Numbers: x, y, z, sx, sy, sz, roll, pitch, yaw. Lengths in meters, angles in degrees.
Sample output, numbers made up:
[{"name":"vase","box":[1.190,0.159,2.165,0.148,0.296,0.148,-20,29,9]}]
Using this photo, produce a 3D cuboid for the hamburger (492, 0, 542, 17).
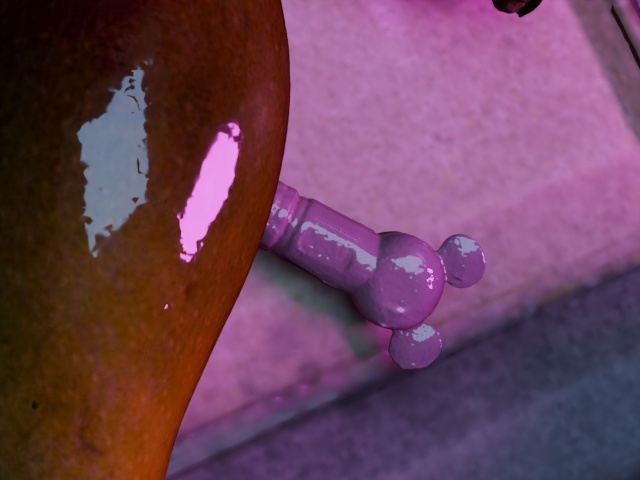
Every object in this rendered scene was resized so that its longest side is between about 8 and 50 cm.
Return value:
[{"name":"hamburger","box":[0.048,-0.167,0.573,0.087,0.137,0.166,-26,79,-42]}]

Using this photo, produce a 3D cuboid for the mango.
[{"name":"mango","box":[-0.076,-0.023,0.511,0.133,0.111,0.267,3,77,13]}]

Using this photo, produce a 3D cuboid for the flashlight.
[{"name":"flashlight","box":[0.000,0.000,0.577,0.110,0.031,0.052,28,96,-4]}]
